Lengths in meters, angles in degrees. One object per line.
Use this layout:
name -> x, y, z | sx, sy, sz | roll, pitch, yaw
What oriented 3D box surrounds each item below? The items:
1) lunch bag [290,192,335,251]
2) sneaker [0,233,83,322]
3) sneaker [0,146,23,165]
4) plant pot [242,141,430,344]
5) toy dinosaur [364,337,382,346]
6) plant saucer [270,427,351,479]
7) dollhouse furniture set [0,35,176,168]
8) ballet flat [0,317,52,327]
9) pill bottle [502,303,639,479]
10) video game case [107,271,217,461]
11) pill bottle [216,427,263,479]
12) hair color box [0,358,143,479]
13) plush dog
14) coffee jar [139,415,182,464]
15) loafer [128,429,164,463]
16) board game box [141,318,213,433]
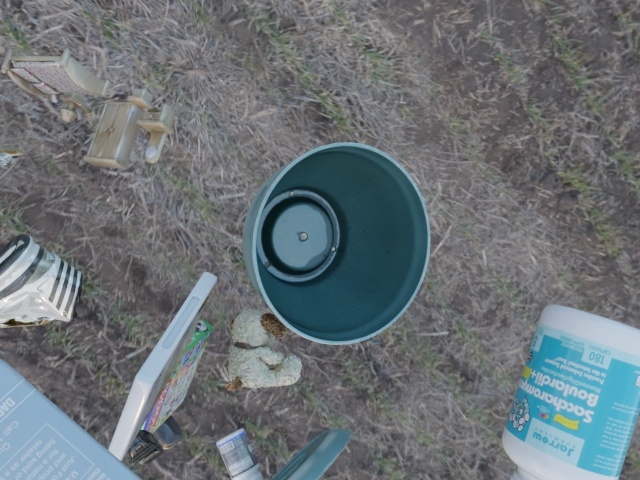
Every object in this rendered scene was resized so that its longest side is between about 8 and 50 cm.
lunch bag -> 0.027, -0.034, 1.514 | 0.212, 0.256, 0.305 | -16, 123, 11
sneaker -> -0.802, 0.188, 1.376 | 0.447, 0.169, 0.257 | -32, 129, 19
sneaker -> -0.783, -0.206, 1.307 | 0.083, 0.032, 0.037 | -29, 151, -45
plant pot -> 0.000, 0.000, 0.845 | 0.292, 0.196, 0.293 | -2, 95, -25
toy dinosaur -> 0.143, 0.261, 1.587 | 0.064, 0.268, 0.118 | -28, 73, 31
plant saucer -> -0.057, 0.539, 1.210 | 0.317, 0.317, 0.044 | -42, 81, 3
dollhouse furniture set -> -0.580, -0.319, 1.242 | 0.303, 0.355, 0.174 | 8, 77, 23
ballet flat -> -0.844, 0.208, 1.457 | 0.206, 0.067, 0.073 | -7, 93, -1
pill bottle -> 0.335, 0.229, 0.701 | 0.146, 0.146, 0.264 | 19, 88, -18
video game case -> -0.228, 0.182, 0.756 | 0.026, 0.206, 0.227 | 27, 127, -4
pill bottle -> -0.202, 0.556, 1.329 | 0.078, 0.078, 0.137 | -27, 78, -4
hair color box -> -0.146, 0.275, 0.420 | 0.374, 0.185, 0.114 | 37, 58, 6
plush dog -> -0.204, 0.314, 1.557 | 0.210, 0.262, 0.226 | 4, 85, -52
coffee jar -> -0.496, 0.597, 1.579 | 0.184, 0.079, 0.096 | -41, 84, 31
loafer -> -0.387, 0.439, 1.132 | 0.062, 0.170, 0.061 | -32, 70, -22
board game box -> -0.404, 0.380, 1.393 | 0.046, 0.213, 0.317 | 31, 119, 8
